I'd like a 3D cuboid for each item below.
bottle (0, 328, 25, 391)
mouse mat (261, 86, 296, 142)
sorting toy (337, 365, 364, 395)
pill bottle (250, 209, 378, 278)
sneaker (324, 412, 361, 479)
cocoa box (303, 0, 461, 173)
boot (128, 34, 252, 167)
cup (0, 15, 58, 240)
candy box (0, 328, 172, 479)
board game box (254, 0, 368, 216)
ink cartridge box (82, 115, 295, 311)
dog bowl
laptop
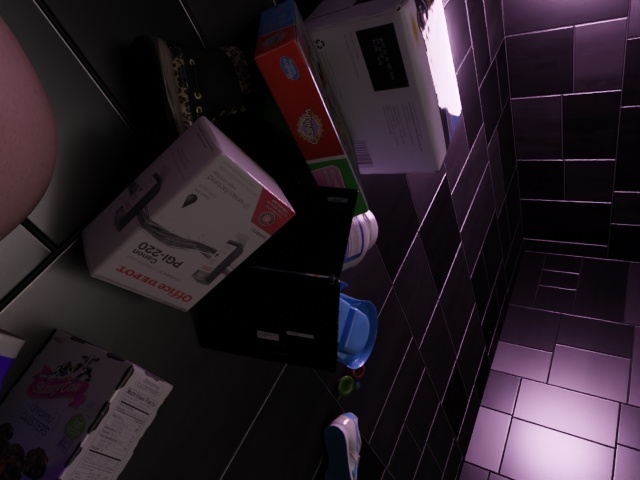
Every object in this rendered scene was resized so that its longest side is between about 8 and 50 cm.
[{"bbox_3d":[-0.385,0.209,0.393,0.118,0.092,0.282,44,60,-44],"label":"bottle"},{"bbox_3d":[-0.051,-0.295,0.859,0.153,0.007,0.189,19,81,-55],"label":"mouse mat"},{"bbox_3d":[0.073,0.356,1.128,0.102,0.042,0.061,-44,115,-27],"label":"sorting toy"},{"bbox_3d":[0.000,0.000,0.857,0.272,0.153,0.152,-20,112,-53],"label":"pill bottle"},{"bbox_3d":[0.066,0.553,1.105,0.092,0.088,0.228,-20,114,-54],"label":"sneaker"},{"bbox_3d":[0.140,-0.344,0.922,0.227,0.232,0.347,-62,141,-34],"label":"cocoa box"},{"bbox_3d":[-0.170,-0.173,0.645,0.179,0.085,0.236,-33,123,-51],"label":"boot"},{"bbox_3d":[-0.326,-0.084,0.277,0.237,0.332,0.330,-11,106,-81],"label":"cup"},{"bbox_3d":[-0.285,0.213,0.473,0.196,0.165,0.070,-63,141,-27],"label":"candy box"},{"bbox_3d":[-0.009,-0.225,0.764,0.242,0.064,0.316,-95,162,-49],"label":"board game box"},{"bbox_3d":[-0.168,-0.024,0.569,0.218,0.092,0.159,-40,141,9],"label":"ink cartridge box"},{"bbox_3d":[0.037,0.195,1.012,0.297,0.074,0.165,39,64,-50],"label":"dog bowl"},{"bbox_3d":[-0.070,0.052,0.708,0.136,0.235,0.264,-57,151,-62],"label":"laptop"}]
